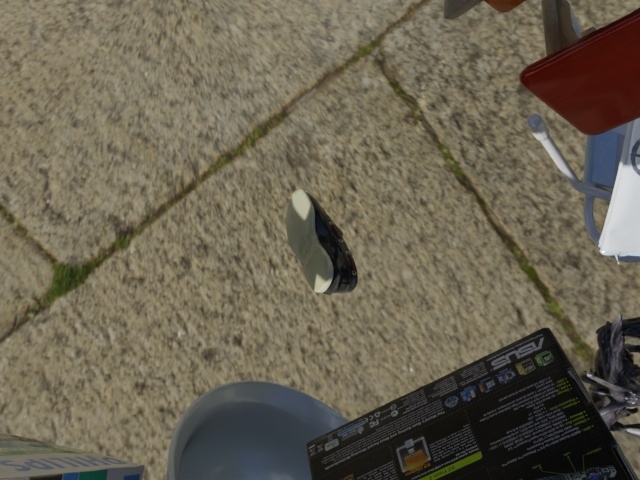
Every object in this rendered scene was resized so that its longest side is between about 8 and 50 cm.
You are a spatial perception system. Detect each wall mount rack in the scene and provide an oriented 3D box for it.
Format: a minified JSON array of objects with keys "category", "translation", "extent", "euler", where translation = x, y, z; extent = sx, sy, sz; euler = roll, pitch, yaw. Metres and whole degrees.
[{"category":"wall mount rack","translation":[0.373,-0.164,1.034],"extent":[0.304,0.130,0.350],"euler":[17,67,-12]}]

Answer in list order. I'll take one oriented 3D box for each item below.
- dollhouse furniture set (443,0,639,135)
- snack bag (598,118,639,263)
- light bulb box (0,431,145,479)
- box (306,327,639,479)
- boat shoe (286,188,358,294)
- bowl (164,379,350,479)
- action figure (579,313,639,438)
[{"category":"dollhouse furniture set","translation":[0.234,-0.124,0.454],"extent":[0.262,0.135,0.259],"euler":[27,147,-31]},{"category":"snack bag","translation":[0.449,-0.110,0.777],"extent":[0.322,0.037,0.343],"euler":[1,131,7]},{"category":"light bulb box","translation":[-0.396,0.353,0.767],"extent":[0.360,0.225,0.358],"euler":[4,81,23]},{"category":"box","translation":[0.091,0.160,0.505],"extent":[0.190,0.184,0.045],"euler":[-28,125,8]},{"category":"boat shoe","translation":[-0.001,0.001,0.837],"extent":[0.042,0.133,0.049],"euler":[9,130,-33]},{"category":"bowl","translation":[-0.047,0.298,0.840],"extent":[0.297,0.298,0.134],"euler":[28,118,-17]},{"category":"action figure","translation":[0.385,0.158,0.974],"extent":[0.140,0.275,0.164],"euler":[4,97,29]}]
